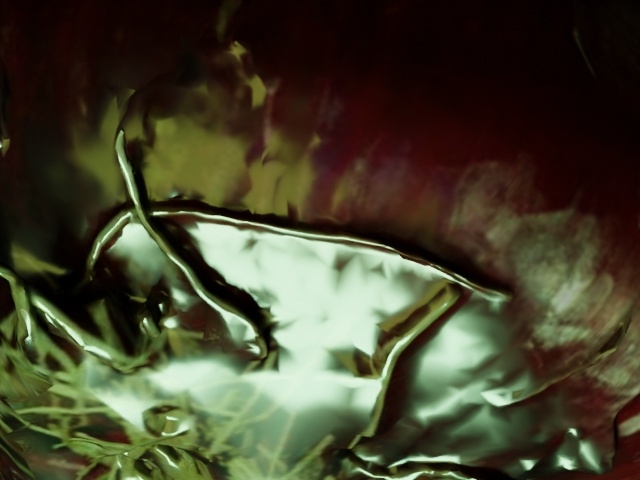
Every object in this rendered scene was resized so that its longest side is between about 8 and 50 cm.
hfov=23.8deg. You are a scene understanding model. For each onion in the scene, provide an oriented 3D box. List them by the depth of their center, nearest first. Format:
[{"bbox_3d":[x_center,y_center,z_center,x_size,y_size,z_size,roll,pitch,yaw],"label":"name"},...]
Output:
[{"bbox_3d":[0.000,0.000,0.487,0.314,0.232,0.314,15,146,10],"label":"onion"}]
